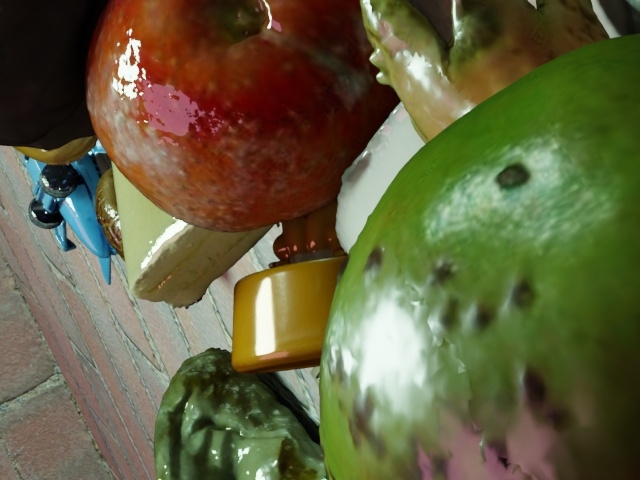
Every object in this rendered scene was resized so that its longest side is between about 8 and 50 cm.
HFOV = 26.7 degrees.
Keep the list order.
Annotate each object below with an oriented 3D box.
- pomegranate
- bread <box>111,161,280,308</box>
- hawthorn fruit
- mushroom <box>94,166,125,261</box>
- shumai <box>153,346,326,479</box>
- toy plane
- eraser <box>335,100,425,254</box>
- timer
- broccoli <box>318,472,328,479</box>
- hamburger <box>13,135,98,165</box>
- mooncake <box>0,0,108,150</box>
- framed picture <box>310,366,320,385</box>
[{"bbox_3d":[0.105,0.007,0.426,0.231,0.231,0.286,117,149,-69],"label":"pomegranate"},{"bbox_3d":[-0.078,-0.061,0.853,0.060,0.139,0.178,24,-139,-38],"label":"bread"},{"bbox_3d":[-0.033,-0.089,0.692,0.173,0.173,0.173,52,160,27],"label":"hawthorn fruit"},{"bbox_3d":[-0.166,-0.016,1.294,0.126,0.085,0.109,56,164,33],"label":"mushroom"},{"bbox_3d":[-0.042,0.224,1.300,0.272,0.204,0.222,-86,-11,-48],"label":"shumai"},{"bbox_3d":[-0.291,-0.086,1.516,0.271,0.105,0.254,53,148,9],"label":"toy plane"},{"bbox_3d":[0.117,0.064,0.621,0.270,0.095,0.174,56,162,16],"label":"eraser"},{"bbox_3d":[0.000,0.000,0.849,0.132,0.132,0.152,147,116,-72],"label":"timer"},{"bbox_3d":[0.080,0.251,0.754,0.270,0.270,0.270,27,146,21],"label":"broccoli"},{"bbox_3d":[-0.272,-0.178,1.194,0.243,0.146,0.286,52,178,3],"label":"hamburger"},{"bbox_3d":[-0.162,-0.185,0.760,0.283,0.141,0.283,10,-90,-88],"label":"mooncake"},{"bbox_3d":[0.034,0.134,1.096,0.109,0.011,0.149,57,162,11],"label":"framed picture"}]
